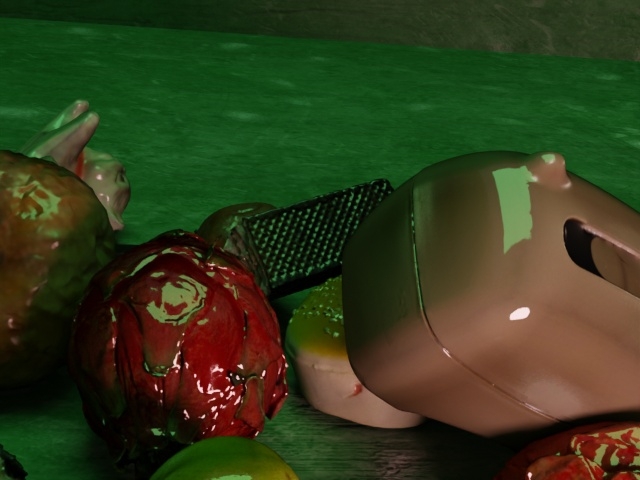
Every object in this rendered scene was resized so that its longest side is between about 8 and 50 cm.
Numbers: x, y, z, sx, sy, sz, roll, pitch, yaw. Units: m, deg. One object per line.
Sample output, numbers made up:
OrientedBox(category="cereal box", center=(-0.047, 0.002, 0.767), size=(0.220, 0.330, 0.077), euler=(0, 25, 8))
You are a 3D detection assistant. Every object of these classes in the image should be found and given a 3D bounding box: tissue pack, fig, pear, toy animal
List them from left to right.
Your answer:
OrientedBox(category="fig", center=(-0.355, 0.057, 1.595), size=(0.286, 0.286, 0.368), euler=(15, -13, 21))
OrientedBox(category="toy animal", center=(-0.389, -0.052, 1.918), size=(0.266, 0.188, 0.308), euler=(-33, 22, -12))
OrientedBox(category="pear", center=(-0.111, 0.269, 1.175), size=(0.216, 0.166, 0.180), euler=(-16, 29, 16))
OrientedBox(category="tissue pack", center=(0.237, 0.075, 1.405), size=(0.387, 0.277, 0.267), euler=(26, 50, -32))

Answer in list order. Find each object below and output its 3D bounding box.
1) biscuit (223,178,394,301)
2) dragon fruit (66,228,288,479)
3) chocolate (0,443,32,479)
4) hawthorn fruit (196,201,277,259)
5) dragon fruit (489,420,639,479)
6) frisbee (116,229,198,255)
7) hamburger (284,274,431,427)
OrientedBox(category="biscuit", center=(0.000, 0.000, 1.729), size=(0.252, 0.106, 0.070), euler=(-17, -15, -28))
OrientedBox(category="dragon fruit", center=(-0.147, 0.128, 1.392), size=(0.244, 0.244, 0.299), euler=(1, 51, -14))
OrientedBox(category="chocolate", center=(-0.337, 0.251, 1.272), size=(0.102, 0.065, 0.329), euler=(-27, 35, -32))
OrientedBox(category="hawthorn fruit", center=(-0.092, 0.004, 1.796), size=(0.149, 0.189, 0.149), euler=(32, 24, -16))
OrientedBox(category="dragon fruit", center=(0.313, 0.278, 1.265), size=(0.317, 0.152, 0.205), euler=(8, 23, 4))
OrientedBox(category="frisbee", center=(-0.203, 0.017, 1.979), size=(0.211, 0.012, 0.187), euler=(14, 22, 21))
OrientedBox(category="hamburger", center=(0.076, 0.115, 1.625), size=(0.227, 0.151, 0.295), euler=(6, 23, 7))
